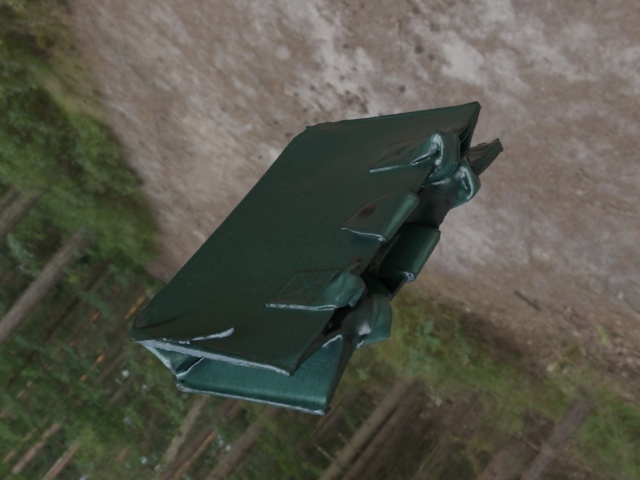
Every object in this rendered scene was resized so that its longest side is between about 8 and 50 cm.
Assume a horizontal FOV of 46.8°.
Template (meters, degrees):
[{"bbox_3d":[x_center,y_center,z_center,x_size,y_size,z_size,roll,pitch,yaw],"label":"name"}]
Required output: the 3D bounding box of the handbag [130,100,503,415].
[{"bbox_3d":[-0.001,-0.001,0.659,0.238,0.326,0.089,-5,127,46],"label":"handbag"}]
